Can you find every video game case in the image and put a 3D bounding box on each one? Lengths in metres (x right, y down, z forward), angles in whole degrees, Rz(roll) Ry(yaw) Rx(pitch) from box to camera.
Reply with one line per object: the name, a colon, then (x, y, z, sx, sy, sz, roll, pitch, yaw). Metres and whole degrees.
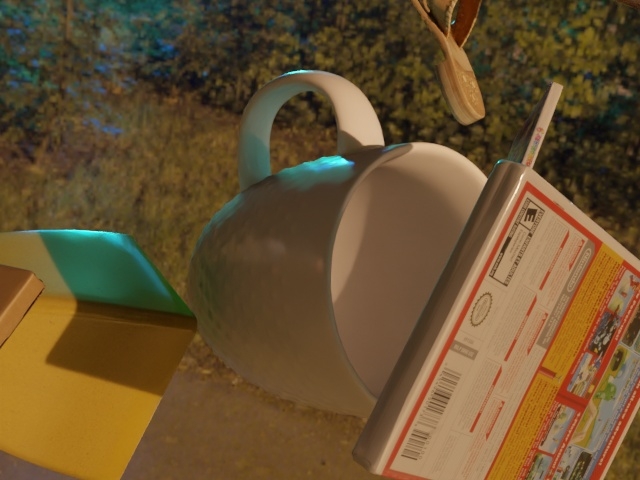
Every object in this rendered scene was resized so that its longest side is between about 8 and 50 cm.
video game case: (0.151, -0.053, 0.662, 0.011, 0.122, 0.087, 24, -24, 3)
video game case: (0.159, 0.090, 0.602, 0.285, 0.204, 0.025, 28, -2, -44)

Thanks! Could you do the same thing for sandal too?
sandal: (0.154, -0.251, 0.943, 0.079, 0.240, 0.088, -24, -14, 29)

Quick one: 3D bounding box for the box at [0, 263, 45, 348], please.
box: (-0.322, 0.097, 0.657, 0.164, 0.021, 0.201, 8, 57, 37)

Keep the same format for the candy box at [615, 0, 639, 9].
candy box: (0.310, -0.288, 0.897, 0.109, 0.053, 0.187, 29, 15, 24)

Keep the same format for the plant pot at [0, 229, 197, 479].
plant pot: (-0.290, 0.104, 0.898, 0.187, 0.212, 0.212, 19, 15, -40)

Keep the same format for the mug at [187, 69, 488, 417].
mug: (0.000, 0.000, 0.948, 0.276, 0.374, 0.328, -12, 5, -39)
